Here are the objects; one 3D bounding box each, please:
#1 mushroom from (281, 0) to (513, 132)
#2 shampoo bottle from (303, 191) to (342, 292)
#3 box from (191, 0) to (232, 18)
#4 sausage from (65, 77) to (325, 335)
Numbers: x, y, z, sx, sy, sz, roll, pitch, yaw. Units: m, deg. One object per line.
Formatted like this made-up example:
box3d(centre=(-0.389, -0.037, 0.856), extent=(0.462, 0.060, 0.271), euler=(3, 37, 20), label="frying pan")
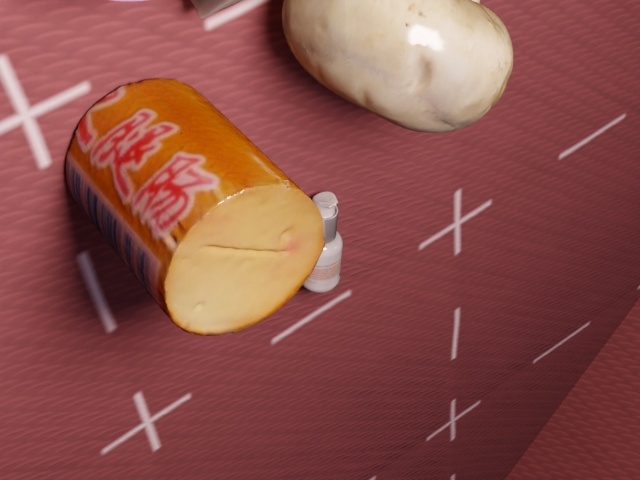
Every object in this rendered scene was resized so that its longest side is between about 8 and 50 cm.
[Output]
box3d(centre=(0.083, -0.292, 1.393), extent=(0.315, 0.356, 0.315), euler=(-28, 178, -1), label="mushroom")
box3d(centre=(0.000, 0.000, 1.761), extent=(0.074, 0.074, 0.192), euler=(-25, 139, -27), label="shampoo bottle")
box3d(centre=(-0.060, -0.334, 1.218), extent=(0.135, 0.269, 0.079), euler=(-29, 101, -21), label="box")
box3d(centre=(-0.166, -0.047, 1.358), extent=(0.233, 0.287, 0.233), euler=(-23, 135, -25), label="sausage")
